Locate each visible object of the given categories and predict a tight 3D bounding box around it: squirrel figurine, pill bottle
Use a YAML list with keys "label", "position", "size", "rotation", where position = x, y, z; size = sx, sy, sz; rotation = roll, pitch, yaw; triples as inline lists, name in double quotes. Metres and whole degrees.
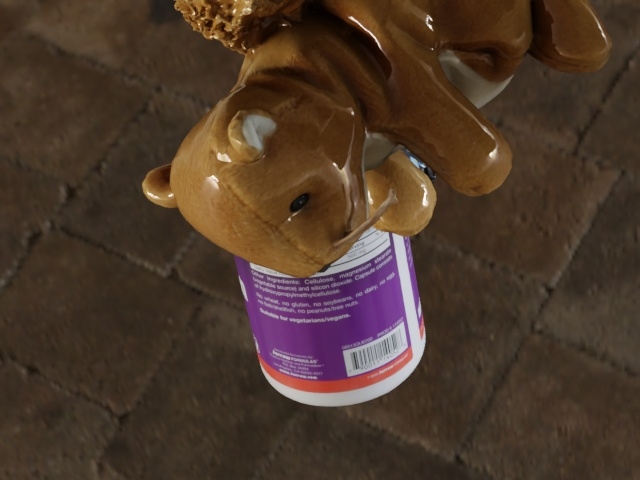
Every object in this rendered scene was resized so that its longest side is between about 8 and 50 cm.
- label: "squirrel figurine"
  position: [-0.010, -0.169, 1.439]
  size: [0.370, 0.397, 0.281]
  rotation: [-39, 12, -29]
- label: "pill bottle"
  position: [0.000, 0.000, 1.694]
  size: [0.181, 0.323, 0.181]
  rotation: [-8, 33, 5]

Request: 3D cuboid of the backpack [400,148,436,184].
- label: "backpack"
  position: [0.035, -0.114, 1.885]
  size: [0.117, 0.158, 0.173]
  rotation: [-8, 4, 38]
